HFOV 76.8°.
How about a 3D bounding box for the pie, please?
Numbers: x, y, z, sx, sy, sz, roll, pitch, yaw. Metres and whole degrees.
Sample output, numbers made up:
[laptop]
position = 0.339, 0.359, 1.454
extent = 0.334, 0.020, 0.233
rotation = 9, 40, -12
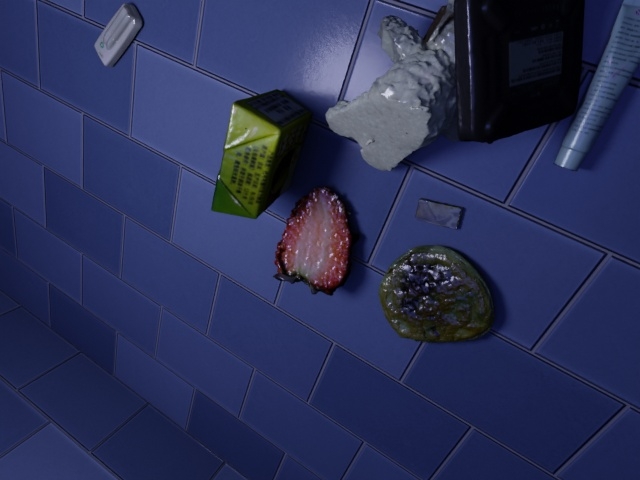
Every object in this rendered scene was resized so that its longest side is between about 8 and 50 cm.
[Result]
[pie]
position = 0.314, 0.159, 1.128
extent = 0.323, 0.070, 0.323
rotation = 10, 112, 25

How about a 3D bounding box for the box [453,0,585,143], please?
[box]
position = 0.384, -0.349, 0.768
extent = 0.073, 0.290, 0.288
rotation = -142, 37, -59

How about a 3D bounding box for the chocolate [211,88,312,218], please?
[chocolate]
position = -0.151, -0.231, 1.087
extent = 0.137, 0.301, 0.288
rotation = 23, 120, 4

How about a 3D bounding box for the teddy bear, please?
[teddy bear]
position = 0.251, -0.377, 0.918
extent = 0.327, 0.362, 0.375
rotation = 40, 166, -17

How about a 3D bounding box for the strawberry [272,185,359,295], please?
[strawberry]
position = 0.000, 0.000, 1.215
extent = 0.234, 0.138, 0.306
rotation = 20, 93, -1

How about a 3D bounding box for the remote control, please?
[remote control]
position = -0.670, -0.673, 1.324
extent = 0.230, 0.049, 0.090
rotation = -27, 93, 35

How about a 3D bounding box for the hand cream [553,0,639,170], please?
[hand cream]
position = 0.573, -0.302, 0.810
extent = 0.085, 0.058, 0.331
rotation = 24, 119, 19

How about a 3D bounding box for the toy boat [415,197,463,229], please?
[toy boat]
position = 0.312, -0.071, 1.067
extent = 0.115, 0.016, 0.063
rotation = 17, 117, 22
